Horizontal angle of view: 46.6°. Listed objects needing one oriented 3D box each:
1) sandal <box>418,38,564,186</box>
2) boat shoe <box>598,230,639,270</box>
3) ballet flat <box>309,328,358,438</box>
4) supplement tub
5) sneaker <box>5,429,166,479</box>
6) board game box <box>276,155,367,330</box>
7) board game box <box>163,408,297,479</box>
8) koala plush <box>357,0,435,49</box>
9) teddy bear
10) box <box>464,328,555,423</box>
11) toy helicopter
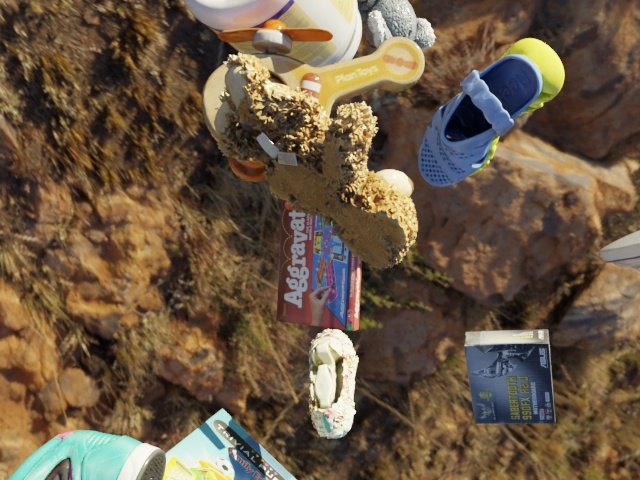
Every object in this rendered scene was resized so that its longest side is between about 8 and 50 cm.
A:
[{"bbox_3d":[0.229,-0.183,1.157,0.138,0.126,0.317,-31,166,-33],"label":"sandal"},{"bbox_3d":[0.590,0.028,1.284,0.096,0.267,0.088,-26,92,-21],"label":"boat shoe"},{"bbox_3d":[0.017,0.223,1.261,0.091,0.240,0.077,-19,127,10],"label":"ballet flat"},{"bbox_3d":[-0.075,-0.436,1.339,0.241,0.241,0.331,-57,156,4],"label":"supplement tub"},{"bbox_3d":[-0.317,0.353,0.870,0.124,0.179,0.295,44,67,-74],"label":"sneaker"},{"bbox_3d":[0.000,0.000,1.216,0.027,0.145,0.281,-1,94,-60],"label":"board game box"},{"bbox_3d":[-0.161,0.441,1.225,0.079,0.254,0.336,-51,172,16],"label":"board game box"},{"bbox_3d":[0.132,-0.489,1.569,0.196,0.221,0.203,-3,148,-39],"label":"koala plush"},{"bbox_3d":[-0.003,-0.111,0.971,0.113,0.338,0.245,-47,157,-35],"label":"teddy bear"},{"bbox_3d":[0.429,0.310,1.676,0.183,0.056,0.230,-4,117,16],"label":"box"},{"bbox_3d":[-0.013,-0.250,1.150,0.355,0.140,0.234,-19,86,-8],"label":"toy helicopter"}]
